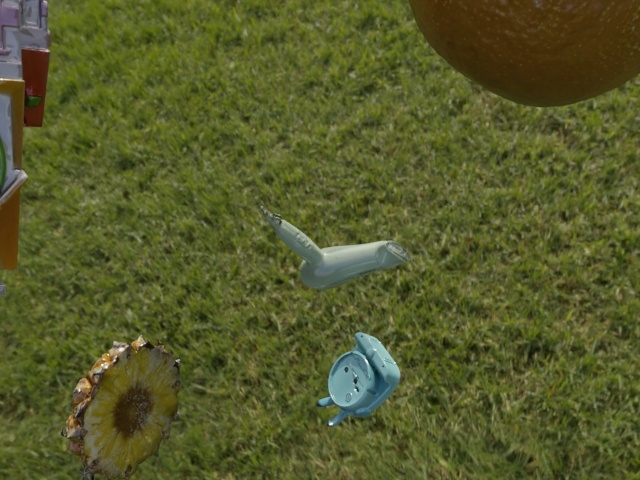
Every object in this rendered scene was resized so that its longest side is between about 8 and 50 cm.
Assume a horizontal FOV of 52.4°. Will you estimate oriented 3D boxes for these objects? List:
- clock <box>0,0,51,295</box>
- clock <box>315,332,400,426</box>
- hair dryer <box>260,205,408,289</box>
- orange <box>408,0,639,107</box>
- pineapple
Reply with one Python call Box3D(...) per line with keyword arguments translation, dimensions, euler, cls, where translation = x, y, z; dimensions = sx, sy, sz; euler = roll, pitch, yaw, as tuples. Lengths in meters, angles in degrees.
Box3D(translation=(-0.350, -0.091, 0.538), dimensions=(0.235, 0.310, 0.166), euler=(-5, 11, -35), cls="clock")
Box3D(translation=(0.054, 0.228, 1.028), dimensions=(0.147, 0.045, 0.108), euler=(-53, 39, 12), cls="clock")
Box3D(translation=(0.000, 0.000, 1.091), dimensions=(0.206, 0.237, 0.075), euler=(-18, 50, 42), cls="hair dryer")
Box3D(translation=(0.147, -0.186, 0.398), dimensions=(0.206, 0.206, 0.206), euler=(-6, 55, 9), cls="orange")
Box3D(translation=(-0.272, 0.236, 0.900), dimensions=(0.047, 0.221, 0.221), euler=(9, 58, 28), cls="pineapple")
